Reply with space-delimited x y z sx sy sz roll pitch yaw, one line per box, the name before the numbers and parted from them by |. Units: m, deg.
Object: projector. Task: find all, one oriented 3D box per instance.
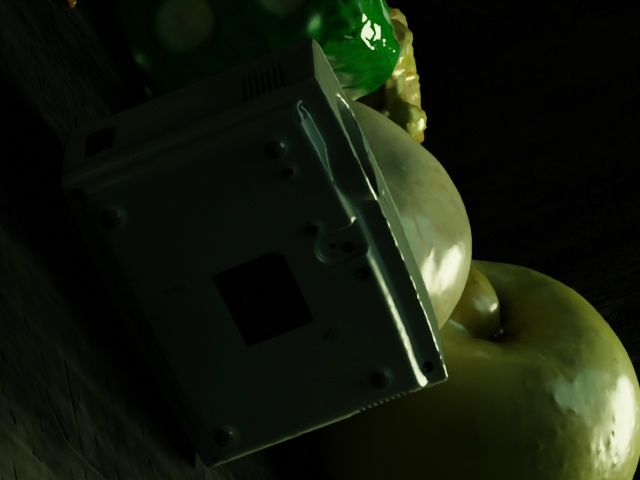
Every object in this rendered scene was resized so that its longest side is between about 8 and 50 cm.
projector | -0.024 0.009 0.802 0.061 0.115 0.147 -100 167 -63

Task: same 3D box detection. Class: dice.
dice | -0.036 -0.127 1.046 0.128 0.131 0.120 44 28 -76

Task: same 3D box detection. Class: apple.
apple | 0.087 0.104 1.104 0.200 0.200 0.200 -21 90 -83

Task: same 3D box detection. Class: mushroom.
mushroom | 0.000 0.000 1.006 0.154 0.122 0.154 23 39 -20

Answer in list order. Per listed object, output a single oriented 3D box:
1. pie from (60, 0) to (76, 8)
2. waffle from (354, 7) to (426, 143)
pie | -0.113 -0.204 0.869 0.088 0.033 0.191 81 14 -82
waffle | 0.049 0.004 1.324 0.302 0.068 0.325 -98 180 -52
